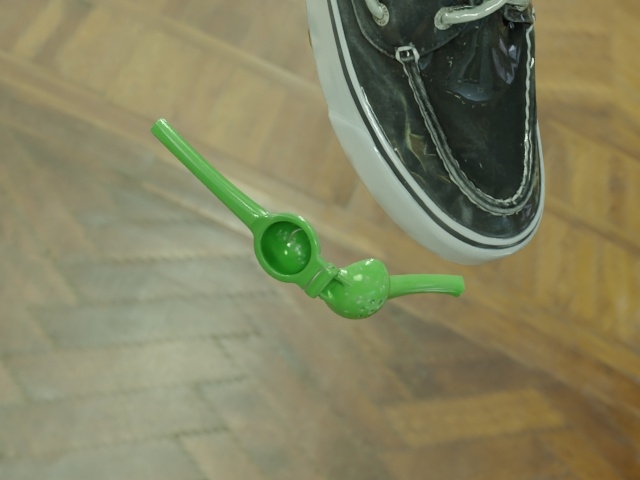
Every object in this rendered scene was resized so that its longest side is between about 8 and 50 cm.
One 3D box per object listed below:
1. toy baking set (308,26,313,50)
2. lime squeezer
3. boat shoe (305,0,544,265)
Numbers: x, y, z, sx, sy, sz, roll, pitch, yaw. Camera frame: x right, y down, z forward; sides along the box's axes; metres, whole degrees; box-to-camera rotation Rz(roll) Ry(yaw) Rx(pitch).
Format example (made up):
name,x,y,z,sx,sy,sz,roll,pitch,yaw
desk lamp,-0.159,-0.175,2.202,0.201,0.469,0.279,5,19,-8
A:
name,x,y,z,sx,sy,sz,roll,pitch,yaw
toy baking set,0.002,-0.208,1.068,0.030,0.197,0.256,-20,77,-31
lime squeezer,0.000,0.000,1.430,0.310,0.059,0.110,27,47,-22
boat shoe,0.057,-0.135,0.873,0.108,0.102,0.301,-16,92,-30
